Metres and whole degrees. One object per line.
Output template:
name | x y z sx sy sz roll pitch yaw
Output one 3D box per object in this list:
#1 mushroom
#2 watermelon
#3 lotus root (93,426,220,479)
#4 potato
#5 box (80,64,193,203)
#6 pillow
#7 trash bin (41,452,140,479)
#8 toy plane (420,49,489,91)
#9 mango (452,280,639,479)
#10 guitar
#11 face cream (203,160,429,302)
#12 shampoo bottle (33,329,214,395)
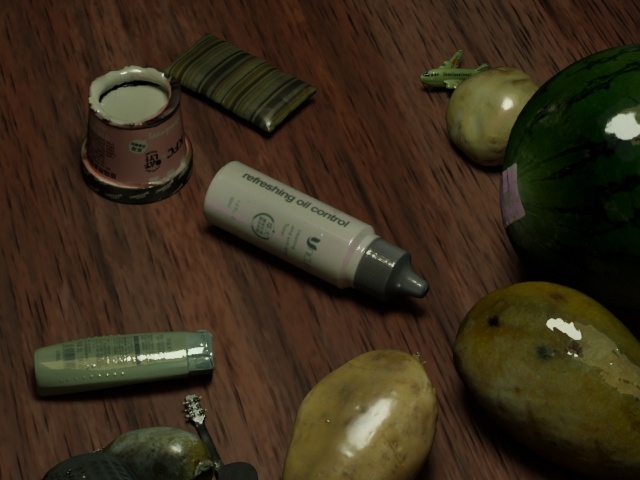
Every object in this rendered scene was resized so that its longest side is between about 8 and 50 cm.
mushroom | 0.240 -0.172 2.243 0.112 0.148 0.148 22 31 -41
watermelon | 0.398 -0.078 2.008 0.363 0.363 0.363 2 46 -2
lotus root | -0.189 0.246 1.823 0.165 0.088 0.088 -2 42 25
potato | 0.049 0.227 1.844 0.161 0.128 0.235 0 48 19
box | -0.245 -0.148 2.174 0.151 0.135 0.151 2 44 -2
pillow | -0.118 -0.224 2.323 0.203 0.038 0.113 30 54 24
trash bin | -0.229 0.316 1.717 0.175 0.175 0.161 -15 35 -18
toy plane | 0.195 -0.233 2.349 0.111 0.040 0.102 -9 45 -11
mango | 0.302 0.169 1.872 0.329 0.176 0.175 34 70 20
guitar | -0.111 0.261 1.859 0.088 0.025 0.233 -15 49 -15
face cream | 0.000 0.000 2.077 0.311 0.092 0.092 27 50 20
shampoo bottle | -0.233 0.144 1.949 0.212 0.049 0.072 -4 42 -6
